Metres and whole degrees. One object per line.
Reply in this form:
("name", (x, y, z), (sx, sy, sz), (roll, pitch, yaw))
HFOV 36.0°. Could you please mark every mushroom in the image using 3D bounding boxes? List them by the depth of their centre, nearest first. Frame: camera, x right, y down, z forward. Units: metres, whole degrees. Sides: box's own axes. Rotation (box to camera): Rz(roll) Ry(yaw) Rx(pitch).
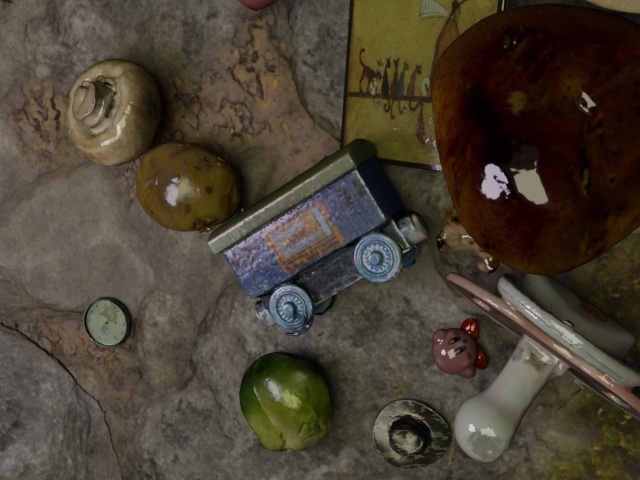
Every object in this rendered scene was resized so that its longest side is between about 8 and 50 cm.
("mushroom", (0.276, -0.124, 1.212), (0.345, 0.259, 0.345), (1, 71, -3))
("mushroom", (-0.320, -0.196, 1.495), (0.166, 0.127, 0.166), (-13, 69, 38))

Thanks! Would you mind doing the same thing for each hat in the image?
("hat", (0.135, 0.296, 1.478), (0.121, 0.050, 0.121), (2, 98, 15))

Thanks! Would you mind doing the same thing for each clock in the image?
("clock", (-0.352, 0.135, 1.624), (0.085, 0.017, 0.085), (3, 100, 17))

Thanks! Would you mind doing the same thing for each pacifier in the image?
("pacifier", (0.291, 0.160, 1.306), (0.332, 0.220, 0.273), (36, 125, 9))

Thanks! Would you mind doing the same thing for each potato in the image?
("potato", (-0.206, -0.082, 1.486), (0.176, 0.137, 0.137), (3, 100, 23))

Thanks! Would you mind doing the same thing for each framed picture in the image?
("framed picture", (0.138, -0.268, 1.357), (0.255, 0.014, 0.338), (12, 103, 37))

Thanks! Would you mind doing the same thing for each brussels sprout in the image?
("brussels sprout", (-0.049, 0.239, 1.494), (0.155, 0.117, 0.155), (11, 123, 17))

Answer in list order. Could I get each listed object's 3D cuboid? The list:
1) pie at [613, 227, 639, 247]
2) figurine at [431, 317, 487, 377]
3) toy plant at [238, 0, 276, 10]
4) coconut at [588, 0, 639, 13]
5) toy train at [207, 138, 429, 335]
("pie", (0.347, -0.138, 1.321), (0.315, 0.092, 0.315), (2, 98, 17))
("figurine", (0.197, 0.163, 1.428), (0.083, 0.071, 0.067), (66, 152, 7))
("toy plant", (-0.019, -0.472, 1.304), (0.356, 0.210, 0.317), (-39, 45, 9))
("coconut", (0.368, -0.438, 1.095), (0.345, 0.415, 0.415), (-35, 87, 18))
("toy train", (0.000, 0.000, 1.420), (0.300, 0.131, 0.202), (-31, 91, 24))
